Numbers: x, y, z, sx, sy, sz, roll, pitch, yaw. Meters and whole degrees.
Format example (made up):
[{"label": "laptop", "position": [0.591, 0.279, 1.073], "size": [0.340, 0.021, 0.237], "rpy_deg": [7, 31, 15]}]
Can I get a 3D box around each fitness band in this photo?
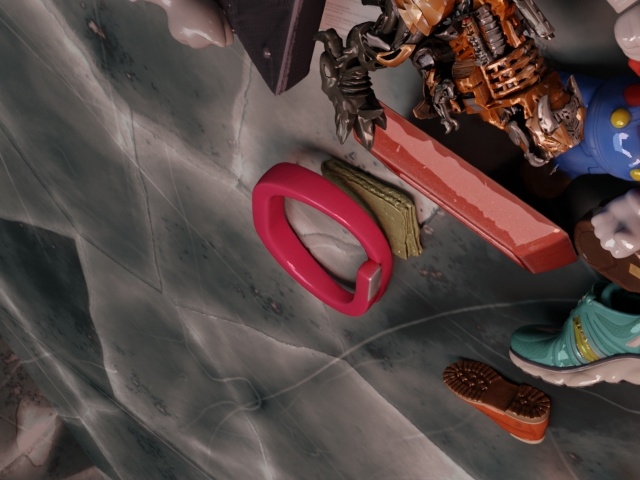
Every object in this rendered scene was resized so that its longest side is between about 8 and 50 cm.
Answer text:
[{"label": "fitness band", "position": [0.000, 0.000, 1.637], "size": [0.209, 0.054, 0.291], "rpy_deg": [39, 161, 13]}]

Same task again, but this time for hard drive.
[{"label": "hard drive", "position": [-0.067, -0.295, 1.279], "size": [0.255, 0.054, 0.172], "rpy_deg": [62, 155, 29]}]

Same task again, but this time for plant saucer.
[{"label": "plant saucer", "position": [0.146, -0.050, 1.286], "size": [0.258, 0.048, 0.259], "rpy_deg": [37, -176, 15]}]

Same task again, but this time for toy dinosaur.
[{"label": "toy dinosaur", "position": [0.105, -0.201, 1.089], "size": [0.218, 0.164, 0.322], "rpy_deg": [-40, 67, 60]}]

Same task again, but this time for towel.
[{"label": "towel", "position": [0.065, -0.040, 1.561], "size": [0.148, 0.027, 0.110], "rpy_deg": [28, 148, 28]}]

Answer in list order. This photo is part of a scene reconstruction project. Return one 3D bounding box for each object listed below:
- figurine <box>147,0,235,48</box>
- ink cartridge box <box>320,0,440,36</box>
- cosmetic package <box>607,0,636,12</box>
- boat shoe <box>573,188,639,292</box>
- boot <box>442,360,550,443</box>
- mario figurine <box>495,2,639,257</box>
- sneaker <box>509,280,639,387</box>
[{"label": "figurine", "position": [-0.172, -0.299, 1.399], "size": [0.209, 0.092, 0.215], "rpy_deg": [44, -167, -11]}, {"label": "ink cartridge box", "position": [0.040, -0.318, 1.238], "size": [0.189, 0.066, 0.232], "rpy_deg": [24, 125, 35]}, {"label": "cosmetic package", "position": [0.214, -0.311, 0.950], "size": [0.238, 0.107, 0.127], "rpy_deg": [51, 151, -4]}, {"label": "boat shoe", "position": [0.372, 0.033, 1.183], "size": [0.257, 0.095, 0.095], "rpy_deg": [41, 153, 24]}, {"label": "boot", "position": [0.233, 0.220, 1.644], "size": [0.158, 0.059, 0.085], "rpy_deg": [25, 150, 30]}, {"label": "mario figurine", "position": [0.270, -0.092, 1.072], "size": [0.198, 0.170, 0.320], "rpy_deg": [29, 167, -29]}, {"label": "sneaker", "position": [0.320, 0.096, 1.360], "size": [0.275, 0.107, 0.110], "rpy_deg": [-11, 99, 51]}]
